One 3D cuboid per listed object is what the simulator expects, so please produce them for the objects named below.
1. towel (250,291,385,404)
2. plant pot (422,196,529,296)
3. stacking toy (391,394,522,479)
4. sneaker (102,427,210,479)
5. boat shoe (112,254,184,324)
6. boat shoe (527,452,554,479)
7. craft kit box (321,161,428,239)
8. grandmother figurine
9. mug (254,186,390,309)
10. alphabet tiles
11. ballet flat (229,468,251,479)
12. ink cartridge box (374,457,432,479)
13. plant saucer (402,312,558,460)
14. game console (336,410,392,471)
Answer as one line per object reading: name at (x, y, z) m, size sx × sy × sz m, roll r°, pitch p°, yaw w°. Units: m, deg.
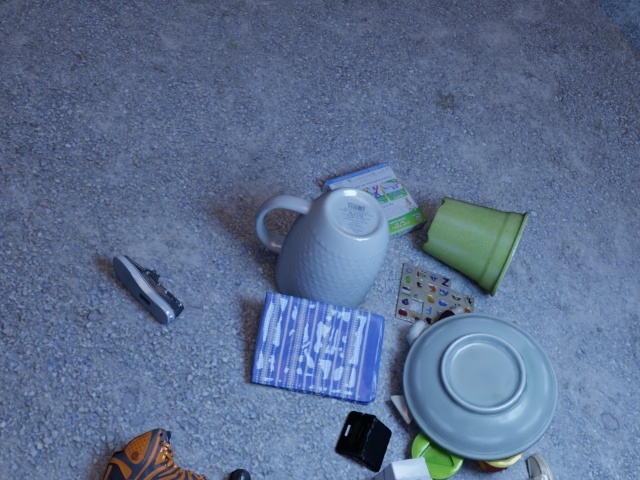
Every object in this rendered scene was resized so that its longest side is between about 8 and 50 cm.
towel at (-0.001, 0.283, 1.896) m, size 0.336 × 0.040 × 0.243 m, roll 13°, pitch 76°, yaw -11°
plant pot at (0.456, -0.006, 2.189) m, size 0.254 × 0.276 × 0.276 m, roll 24°, pitch 52°, yaw 12°
stacking toy at (0.351, 0.493, 1.913) m, size 0.279 × 0.130 × 0.309 m, roll -20°, pitch 59°, yaw -5°
sneaker at (-0.317, 0.513, 1.613) m, size 0.321 × 0.125 × 0.180 m, roll 7°, pitch 54°, yaw -6°
boat shoe at (-0.444, 0.115, 1.887) m, size 0.228 × 0.080 × 0.076 m, roll 43°, pitch 48°, yaw 11°
boat shoe at (0.572, 0.640, 1.887) m, size 0.059 × 0.063 × 0.170 m, roll 2°, pitch 57°, yaw -25°
craft kit box at (0.171, -0.111, 2.270) m, size 0.249 × 0.061 × 0.247 m, roll -19°, pitch 62°, yaw -29°
grandmother figurine at (0.403, 0.272, 2.052) m, size 0.342 × 0.104 × 0.208 m, roll 3°, pitch 41°, yaw -16°
mug at (0.000, 0.000, 1.960) m, size 0.374 × 0.328 × 0.276 m, roll 23°, pitch 52°, yaw -3°
alphabet tiles at (0.345, 0.182, 2.157) m, size 0.237 × 0.009 × 0.198 m, roll 19°, pitch 53°, yaw -6°
ballet flat at (-0.193, 0.612, 1.662) m, size 0.057 × 0.049 × 0.173 m, roll 31°, pitch 52°, yaw -32°
ink cartridge box at (0.203, 0.586, 1.745) m, size 0.092 × 0.143 × 0.090 m, roll -2°, pitch 58°, yaw -21°
plant saucer at (0.411, 0.352, 1.856) m, size 0.400 × 0.100 × 0.400 m, roll -2°, pitch 59°, yaw 4°
game console at (0.112, 0.511, 1.848) m, size 0.107 × 0.071 × 0.122 m, roll 7°, pitch 48°, yaw 23°
